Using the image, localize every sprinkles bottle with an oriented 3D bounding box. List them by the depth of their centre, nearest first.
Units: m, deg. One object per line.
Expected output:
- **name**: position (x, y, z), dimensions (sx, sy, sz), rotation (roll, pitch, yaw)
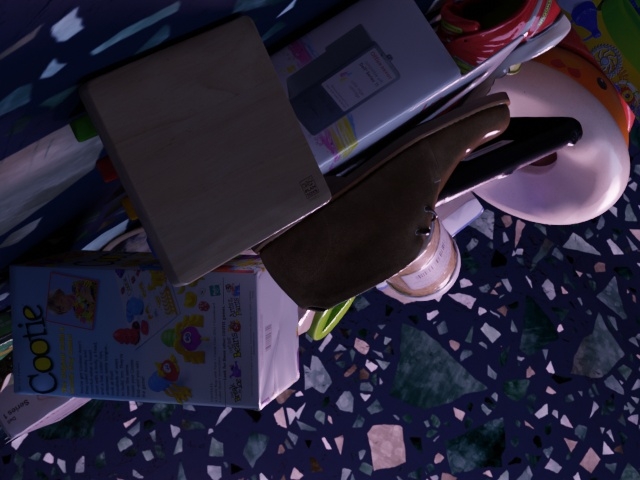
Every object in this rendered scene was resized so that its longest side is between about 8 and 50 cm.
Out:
- **sprinkles bottle**: position (0.121, 0.005, 1.688), dimensions (0.121, 0.121, 0.355), rotation (-34, 166, 4)

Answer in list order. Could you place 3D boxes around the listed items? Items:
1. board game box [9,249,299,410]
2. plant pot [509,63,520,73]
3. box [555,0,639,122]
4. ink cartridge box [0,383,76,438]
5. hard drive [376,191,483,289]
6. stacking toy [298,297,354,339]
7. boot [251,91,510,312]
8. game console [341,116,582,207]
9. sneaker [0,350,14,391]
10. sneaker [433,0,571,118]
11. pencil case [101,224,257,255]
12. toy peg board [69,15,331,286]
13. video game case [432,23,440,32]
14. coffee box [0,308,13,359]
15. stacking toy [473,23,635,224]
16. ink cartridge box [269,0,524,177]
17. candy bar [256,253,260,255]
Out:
- **board game box**: position (-0.174, 0.089, 1.298), dimensions (0.275, 0.144, 0.142), rotation (2, -173, 16)
- **plant pot**: position (0.280, -0.300, 1.772), dimensions (0.083, 0.083, 0.079), rotation (-30, 163, -48)
- **box**: position (0.422, -0.306, 1.305), dimensions (0.290, 0.279, 0.177), rotation (-37, 176, 31)
- **ink cartridge box**: position (-0.402, 0.201, 1.922), dimensions (0.201, 0.117, 0.278), rotation (-34, 177, 0)
- **hard drive**: position (0.121, -0.068, 2.037), dimensions (0.210, 0.040, 0.319), rotation (-38, -147, 4)
- **stacking toy**: position (0.000, 0.000, 1.787), dimensions (0.279, 0.130, 0.309), rotation (-58, 165, 8)
- **boot**: position (0.078, -0.039, 1.179), dimensions (0.305, 0.115, 0.112), rotation (-33, 176, -17)
- **game console**: position (0.083, -0.085, 1.461), dimensions (0.342, 0.060, 0.386), rotation (5, -160, 39)
- **sneaker**: position (-0.409, 0.148, 1.680), dimensions (0.086, 0.064, 0.192), rotation (-41, -178, -43)
- **sneaker**: position (0.163, -0.234, 1.435), dimensions (0.279, 0.107, 0.118), rotation (-39, 140, 17)
- **pencil case**: position (-0.148, 0.038, 1.674), dimensions (0.183, 0.160, 0.410), rotation (-10, -177, 17)
- **toy peg board**: position (-0.100, -0.066, 0.935), dimensions (0.161, 0.161, 0.079), rotation (-31, -169, -36)
- **video game case**: position (0.075, -0.207, 1.568), dimensions (0.173, 0.022, 0.190), rotation (-32, 177, -28)
- **coffee box**: position (-0.447, 0.152, 1.508), dimensions (0.184, 0.040, 0.113), rotation (-37, 175, 34)
- **stacking toy**: position (0.440, -0.296, 2.112), dimensions (0.480, 0.350, 0.350), rotation (-54, -172, -32)
- **ink cartridge box**: position (0.009, -0.132, 1.196), dimensions (0.353, 0.119, 0.207), rotation (-33, 177, -8)
- **candy bar**: position (-0.067, 0.016, 1.499), dimensions (0.161, 0.018, 0.040), rotation (-57, 174, 26)
